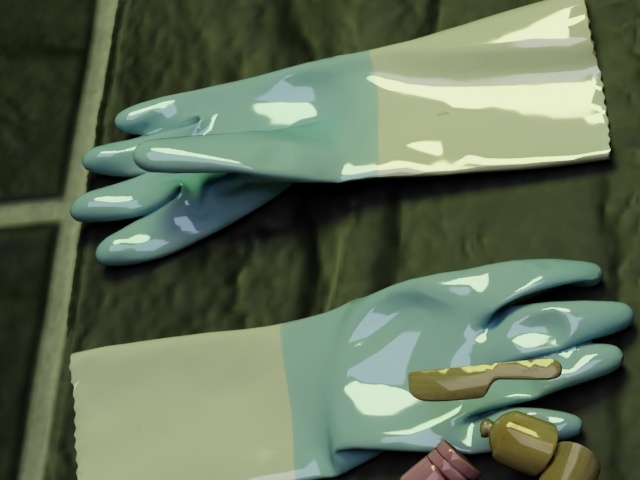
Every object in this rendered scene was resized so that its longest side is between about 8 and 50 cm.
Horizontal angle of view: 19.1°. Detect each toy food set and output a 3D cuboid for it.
[{"bbox_3d":[0.063,0.105,0.670,0.078,0.019,0.122,-7,75,17],"label":"toy food set"}]

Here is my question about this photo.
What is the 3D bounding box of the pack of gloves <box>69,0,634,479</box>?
[{"bbox_3d":[0.000,0.000,0.742,0.232,0.046,0.195,-13,58,15],"label":"pack of gloves"}]
